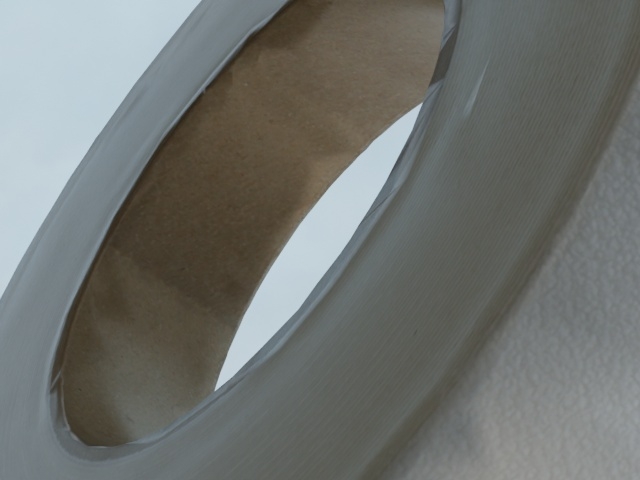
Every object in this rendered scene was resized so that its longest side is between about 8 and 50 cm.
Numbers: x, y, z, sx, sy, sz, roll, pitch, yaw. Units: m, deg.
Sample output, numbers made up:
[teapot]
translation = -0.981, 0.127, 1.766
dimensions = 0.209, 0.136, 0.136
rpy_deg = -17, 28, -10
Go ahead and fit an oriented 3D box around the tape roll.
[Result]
[tape roll]
translation = 0.000, 0.000, 0.590
dimensions = 0.392, 0.072, 0.392
rpy_deg = -43, -155, 26
